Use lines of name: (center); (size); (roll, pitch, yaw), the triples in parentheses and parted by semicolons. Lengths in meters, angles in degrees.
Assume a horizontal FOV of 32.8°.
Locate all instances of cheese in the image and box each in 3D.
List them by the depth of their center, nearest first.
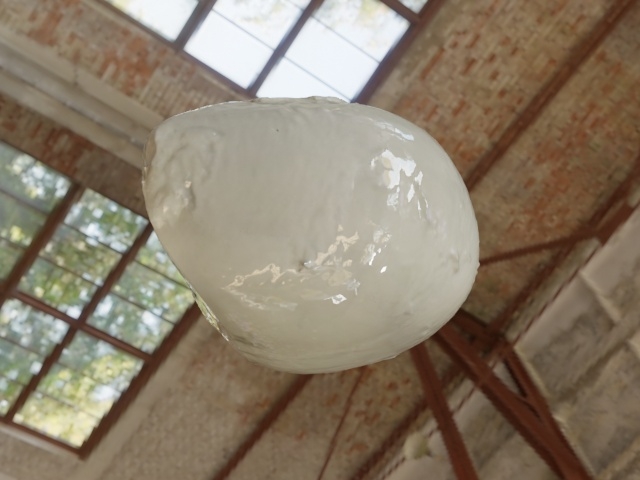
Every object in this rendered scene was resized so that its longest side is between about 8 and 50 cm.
cheese: (0.000, 0.000, 0.658); (0.189, 0.198, 0.154); (-11, -118, 6)
